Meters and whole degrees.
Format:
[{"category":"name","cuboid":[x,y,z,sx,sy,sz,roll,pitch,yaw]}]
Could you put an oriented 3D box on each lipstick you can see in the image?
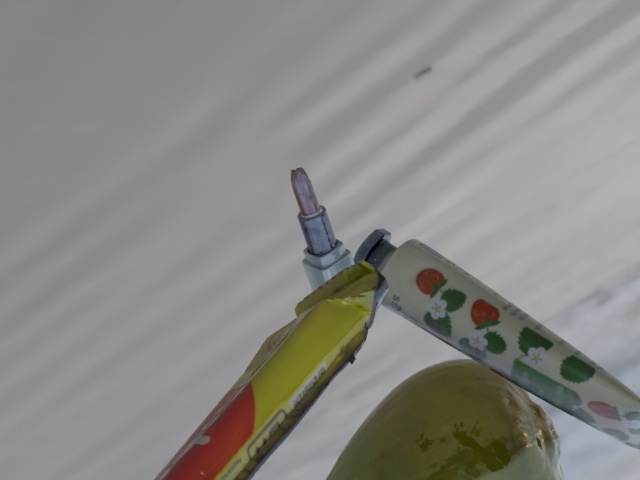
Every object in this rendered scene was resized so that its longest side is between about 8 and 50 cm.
[{"category":"lipstick","cuboid":[0.000,0.000,1.081,0.025,0.107,0.025,-34,-148,-26]}]

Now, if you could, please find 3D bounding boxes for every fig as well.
[{"category":"fig","cuboid":[0.122,0.230,1.625,0.230,0.207,0.207,-50,159,18]}]

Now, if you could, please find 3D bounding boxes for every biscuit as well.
[{"category":"biscuit","cuboid":[-0.062,0.099,0.474,0.292,0.026,0.048,-47,-176,-42]}]

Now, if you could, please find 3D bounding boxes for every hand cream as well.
[{"category":"hand cream","cuboid":[0.145,0.079,1.333,0.059,0.276,0.095,-51,160,-17]}]
